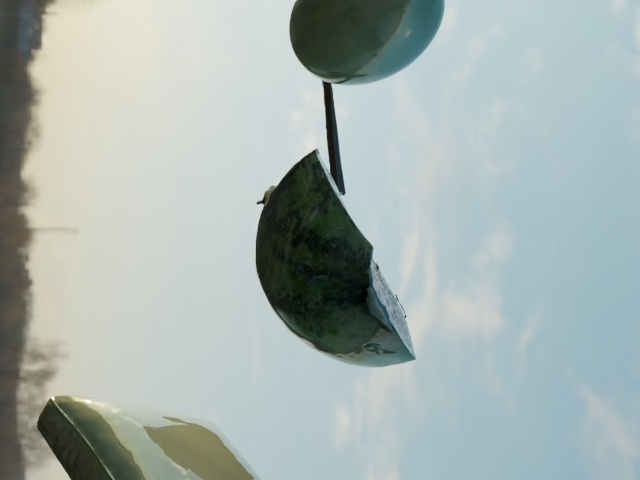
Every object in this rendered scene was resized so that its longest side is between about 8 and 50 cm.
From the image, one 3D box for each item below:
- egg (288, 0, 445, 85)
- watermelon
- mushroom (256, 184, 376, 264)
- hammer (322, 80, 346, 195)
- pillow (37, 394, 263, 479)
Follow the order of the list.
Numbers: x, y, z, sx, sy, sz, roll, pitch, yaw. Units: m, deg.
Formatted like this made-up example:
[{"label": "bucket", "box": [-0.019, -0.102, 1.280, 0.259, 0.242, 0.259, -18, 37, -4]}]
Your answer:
[{"label": "egg", "box": [0.071, -0.355, 1.733, 0.282, 0.203, 0.203, -15, -105, 41]}, {"label": "watermelon", "box": [0.016, 0.038, 1.494, 0.224, 0.180, 0.305, -4, -59, 41]}, {"label": "mushroom", "box": [0.000, -0.001, 1.948, 0.096, 0.278, 0.099, -11, -134, 61]}, {"label": "hammer", "box": [0.018, -0.223, 1.896, 0.125, 0.027, 0.297, -16, -105, 56]}, {"label": "pillow", "box": [-0.140, 0.287, 1.155, 0.322, 0.255, 0.120, 43, -76, 39]}]
